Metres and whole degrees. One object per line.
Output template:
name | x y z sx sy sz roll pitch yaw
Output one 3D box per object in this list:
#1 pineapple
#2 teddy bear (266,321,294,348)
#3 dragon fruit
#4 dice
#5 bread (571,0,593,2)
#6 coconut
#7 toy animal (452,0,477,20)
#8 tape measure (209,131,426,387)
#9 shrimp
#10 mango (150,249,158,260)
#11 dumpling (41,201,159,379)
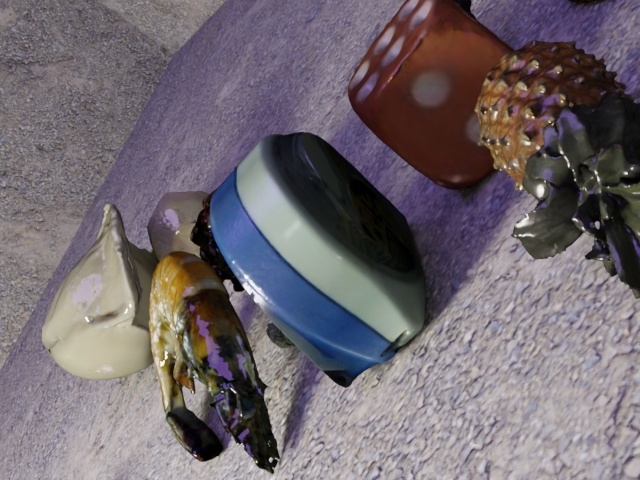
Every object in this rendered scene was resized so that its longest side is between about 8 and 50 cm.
pineapple | 0.235 -0.064 0.923 0.170 0.141 0.310 -45 29 15
teddy bear | -0.031 0.026 1.394 0.133 0.111 0.213 80 -175 -54
dragon fruit | -0.108 -0.012 1.566 0.182 0.182 0.189 -49 31 17
dice | 0.146 -0.182 1.231 0.175 0.179 0.174 -47 21 15
bread | 0.351 -0.388 1.241 0.236 0.070 0.236 -46 20 23
coconut | -0.235 -0.015 1.871 0.161 0.161 0.162 -54 29 5
toy animal | 0.152 -0.215 1.411 0.225 0.093 0.121 -43 32 27
tape measure | 0.002 0.001 1.183 0.138 0.262 0.259 -39 24 14
shrimp | -0.160 0.192 1.394 0.445 0.085 0.272 45 129 53
mango | -0.310 0.060 2.030 0.163 0.089 0.117 -33 29 48
dumpling | -0.389 0.086 1.866 0.395 0.233 0.316 126 137 -65
